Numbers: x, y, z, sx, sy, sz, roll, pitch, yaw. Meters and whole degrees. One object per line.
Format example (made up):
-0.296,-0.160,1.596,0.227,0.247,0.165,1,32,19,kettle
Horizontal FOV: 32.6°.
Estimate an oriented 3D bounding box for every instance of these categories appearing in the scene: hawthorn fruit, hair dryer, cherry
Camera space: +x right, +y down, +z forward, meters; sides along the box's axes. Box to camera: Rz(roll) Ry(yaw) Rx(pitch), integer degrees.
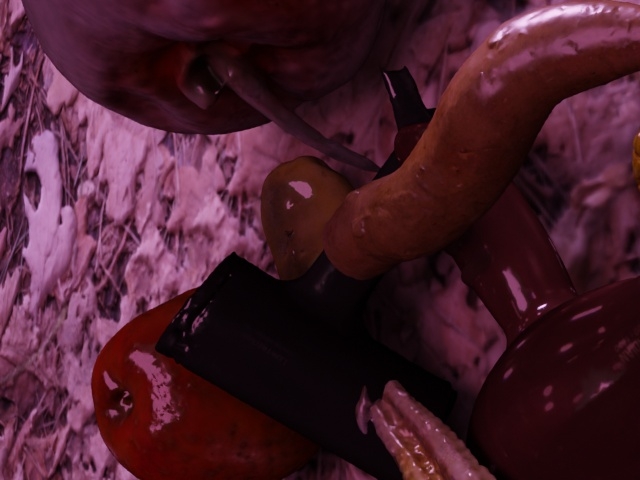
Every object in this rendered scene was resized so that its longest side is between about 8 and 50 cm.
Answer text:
-0.087,0.119,0.868,0.189,0.189,0.189,-6,83,50,hawthorn fruit
0.034,0.020,0.759,0.251,0.197,0.089,-58,-1,-1,hair dryer
0.124,-0.018,0.622,0.340,0.123,0.313,63,149,32,hair dryer
-0.083,-0.243,0.828,0.335,0.291,0.326,-102,28,-47,cherry

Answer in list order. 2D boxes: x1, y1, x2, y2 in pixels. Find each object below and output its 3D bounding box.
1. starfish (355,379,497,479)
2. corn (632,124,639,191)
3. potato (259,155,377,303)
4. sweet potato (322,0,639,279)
0.127,0.280,0.482,0.384,0.132,0.398,177,96,-71,starfish
0.253,-0.015,0.537,0.231,0.080,0.080,36,114,47,corn
0.000,0.000,0.851,0.091,0.070,0.138,-40,56,43,potato
0.082,-0.054,0.573,0.281,0.059,0.067,-48,52,50,sweet potato
